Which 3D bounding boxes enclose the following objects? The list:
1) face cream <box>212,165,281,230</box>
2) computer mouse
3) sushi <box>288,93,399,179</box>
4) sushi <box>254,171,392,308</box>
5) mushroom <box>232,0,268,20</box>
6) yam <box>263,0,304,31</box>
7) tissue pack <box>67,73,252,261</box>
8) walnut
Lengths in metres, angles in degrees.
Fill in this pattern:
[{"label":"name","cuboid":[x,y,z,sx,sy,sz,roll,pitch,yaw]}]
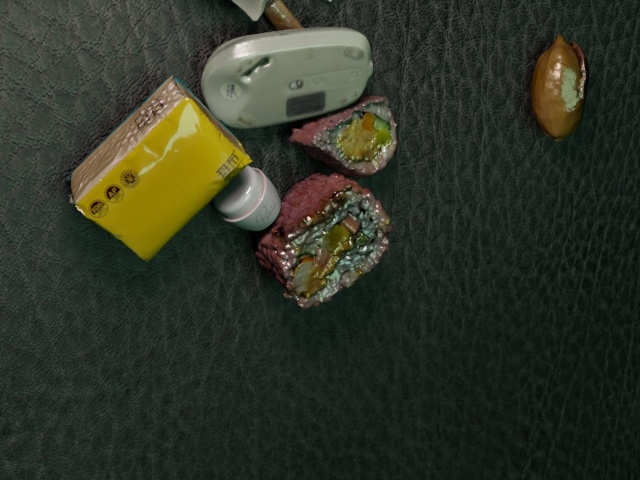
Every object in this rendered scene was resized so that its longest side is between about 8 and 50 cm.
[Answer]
[{"label":"face cream","cuboid":[-0.141,-0.080,1.637,0.117,0.117,0.104,-55,135,-3]},{"label":"computer mouse","cuboid":[-0.062,-0.309,1.590,0.330,0.095,0.197,-11,140,-19]},{"label":"sushi","cuboid":[0.054,-0.192,1.718,0.241,0.107,0.161,-36,123,-34]},{"label":"sushi","cuboid":[0.000,0.000,1.731,0.270,0.171,0.237,-40,126,-11]},{"label":"mushroom","cuboid":[-0.090,-0.525,1.506,0.118,0.103,0.270,37,81,-37]},{"label":"yam","cuboid":[-0.027,-0.369,1.641,0.046,0.046,0.264,-50,127,-7]},{"label":"tissue pack","cuboid":[-0.279,-0.121,1.491,0.271,0.134,0.192,-44,128,4]},{"label":"walnut","cuboid":[0.557,-0.352,1.987,0.137,0.137,0.245,-14,115,-29]}]
